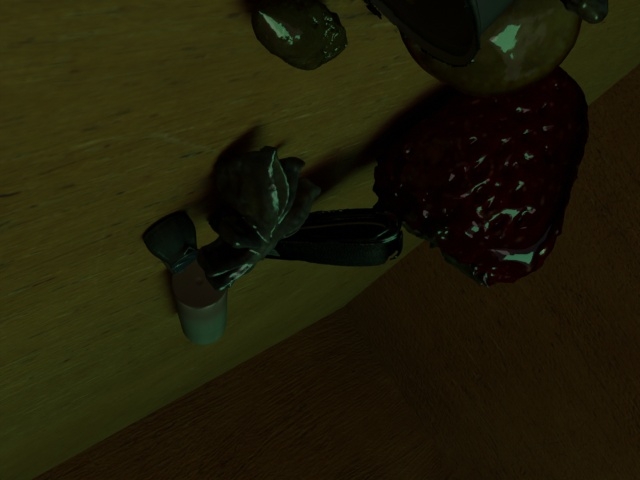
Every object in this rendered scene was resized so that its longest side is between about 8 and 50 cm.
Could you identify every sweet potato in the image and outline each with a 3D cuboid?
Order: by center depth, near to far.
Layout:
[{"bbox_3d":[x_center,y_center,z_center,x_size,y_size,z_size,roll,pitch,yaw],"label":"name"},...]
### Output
[{"bbox_3d":[-0.008,-0.180,0.650,0.068,0.060,0.206,-2,-170,15],"label":"sweet potato"}]

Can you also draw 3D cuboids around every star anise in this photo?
[{"bbox_3d":[-0.090,-0.030,0.954,0.198,0.110,0.257,-52,174,7],"label":"star anise"}]

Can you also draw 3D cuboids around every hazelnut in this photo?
[{"bbox_3d":[0.149,-0.221,0.686,0.182,0.182,0.182,-33,170,-7],"label":"hazelnut"}]

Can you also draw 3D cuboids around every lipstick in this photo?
[{"bbox_3d":[-0.203,0.110,1.271,0.087,0.087,0.327,-31,169,-15],"label":"lipstick"}]

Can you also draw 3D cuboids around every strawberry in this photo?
[{"bbox_3d":[0.276,-0.126,1.197,0.345,0.317,0.295,-54,154,4],"label":"strawberry"}]

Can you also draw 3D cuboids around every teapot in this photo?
[{"bbox_3d":[-0.188,0.010,0.948,0.066,0.057,0.088,-26,166,-35],"label":"teapot"}]

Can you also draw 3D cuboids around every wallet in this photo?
[{"bbox_3d":[0.000,0.000,1.181,0.262,0.071,0.221,-1,174,7],"label":"wallet"}]

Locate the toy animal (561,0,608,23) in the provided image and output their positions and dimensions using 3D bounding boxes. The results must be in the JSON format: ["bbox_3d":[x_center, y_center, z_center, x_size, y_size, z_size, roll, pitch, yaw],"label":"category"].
[{"bbox_3d":[0.152,-0.246,0.547,0.089,0.179,0.188,-39,-165,37],"label":"toy animal"}]

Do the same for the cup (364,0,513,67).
[{"bbox_3d":[0.121,-0.258,0.381,0.288,0.203,0.203,-41,169,3],"label":"cup"}]
